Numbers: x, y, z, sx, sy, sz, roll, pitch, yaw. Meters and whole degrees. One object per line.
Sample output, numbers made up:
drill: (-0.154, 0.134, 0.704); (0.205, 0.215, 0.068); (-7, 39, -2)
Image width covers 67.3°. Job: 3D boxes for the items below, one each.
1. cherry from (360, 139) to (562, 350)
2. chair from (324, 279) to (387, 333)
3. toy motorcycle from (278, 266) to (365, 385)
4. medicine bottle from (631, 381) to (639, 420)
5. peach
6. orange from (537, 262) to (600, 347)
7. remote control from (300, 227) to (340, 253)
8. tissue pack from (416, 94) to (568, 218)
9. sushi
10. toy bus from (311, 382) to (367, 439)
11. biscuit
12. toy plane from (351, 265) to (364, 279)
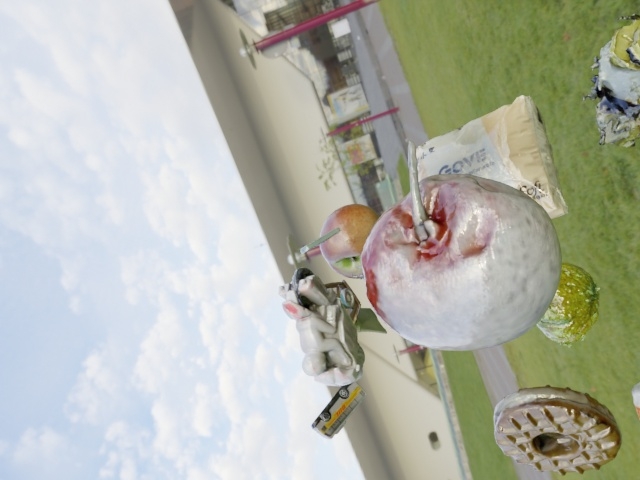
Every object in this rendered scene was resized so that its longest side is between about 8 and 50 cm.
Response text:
cherry: (0.249, 0.038, 0.812); (0.326, 0.334, 0.292); (133, 142, -53)
chair: (0.108, 0.261, 1.805); (0.160, 0.319, 0.186); (-127, 41, -52)
toy motorcycle: (0.008, 0.182, 0.895); (0.260, 0.110, 0.171); (59, -149, -23)
medicine bottle: (0.897, 0.514, 1.119); (0.211, 0.211, 0.372); (27, -131, -77)
peach: (0.117, -0.002, 1.625); (0.252, 0.252, 0.253); (-19, -90, -81)
orange: (0.892, 0.225, 1.755); (0.300, 0.223, 0.301); (49, -129, -28)
remote control: (0.000, 0.000, 1.329); (0.018, 0.124, 0.053); (60, 151, 0)
tissue pack: (0.450, -0.168, 1.325); (0.195, 0.375, 0.390); (28, -131, -46)
sushi: (0.559, -0.265, 0.880); (0.291, 0.131, 0.139); (48, -127, -61)
toy bus: (0.052, 0.465, 1.321); (0.072, 0.172, 0.057); (40, 157, 10)
biscuit: (0.655, 0.536, 1.355); (0.332, 0.331, 0.103); (66, -150, -29)
toy plane: (0.121, 0.085, 1.217); (0.031, 0.078, 0.083); (-97, -17, -50)
